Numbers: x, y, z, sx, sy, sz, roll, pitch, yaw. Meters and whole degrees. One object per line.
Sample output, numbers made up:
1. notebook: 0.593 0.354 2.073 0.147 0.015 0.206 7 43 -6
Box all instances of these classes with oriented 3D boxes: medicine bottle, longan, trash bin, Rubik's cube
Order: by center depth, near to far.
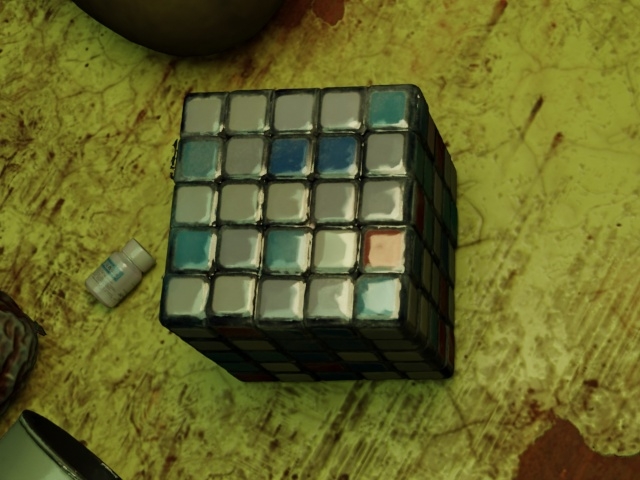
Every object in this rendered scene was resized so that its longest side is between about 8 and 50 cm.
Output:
1. Rubik's cube: 0.000 0.000 1.662 0.293 0.287 0.292 -3 72 15
2. trash bin: -0.357 0.368 1.670 0.262 0.217 0.277 -49 30 -5
3. longan: -0.207 -0.430 1.824 0.336 0.404 0.404 -31 66 19
4. medicine bottle: -0.262 0.043 1.845 0.089 0.052 0.052 -44 67 -3

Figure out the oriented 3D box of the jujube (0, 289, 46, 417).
1. jujube: -0.510 0.176 1.788 0.317 0.226 0.226 -40 66 -6
